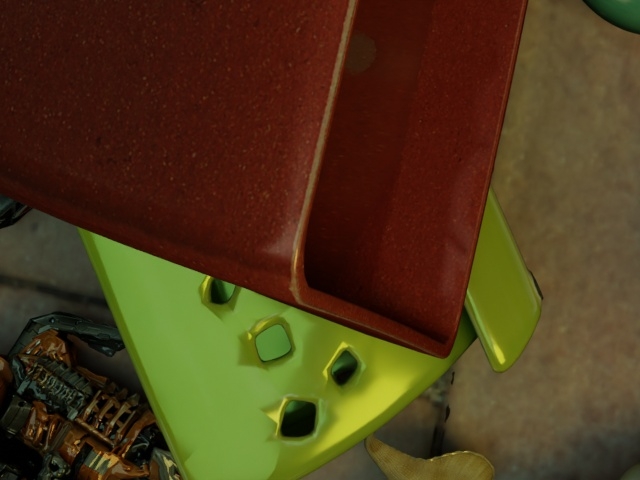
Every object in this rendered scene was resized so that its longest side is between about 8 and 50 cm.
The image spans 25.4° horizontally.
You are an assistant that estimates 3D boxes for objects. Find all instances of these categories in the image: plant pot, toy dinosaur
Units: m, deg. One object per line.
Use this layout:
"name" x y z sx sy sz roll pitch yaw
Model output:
"plant pot" -0.053 -0.113 0.598 0.235 0.267 0.267 11 84 18
"toy dinosaur" 0.062 0.159 0.882 0.183 0.053 0.092 33 111 -34
"toy dinosaur" -0.216 0.150 0.935 0.322 0.164 0.218 7 84 30
"plant pot" 0.000 0.000 0.813 0.207 0.227 0.228 -24 90 7

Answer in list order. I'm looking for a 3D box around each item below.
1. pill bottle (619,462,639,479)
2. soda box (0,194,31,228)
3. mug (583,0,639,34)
"pill bottle" 0.243 0.181 0.834 0.208 0.117 0.117 -12 95 13
"soda box" -0.245 -0.088 0.933 0.060 0.053 0.169 -39 89 13
"mug" 0.202 -0.195 0.805 0.129 0.097 0.158 12 100 10
